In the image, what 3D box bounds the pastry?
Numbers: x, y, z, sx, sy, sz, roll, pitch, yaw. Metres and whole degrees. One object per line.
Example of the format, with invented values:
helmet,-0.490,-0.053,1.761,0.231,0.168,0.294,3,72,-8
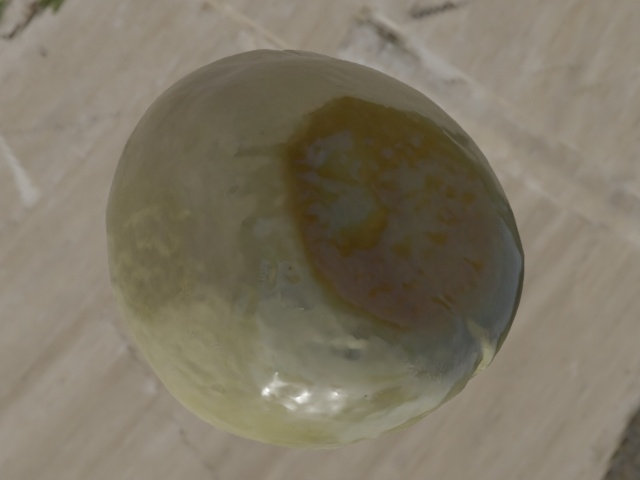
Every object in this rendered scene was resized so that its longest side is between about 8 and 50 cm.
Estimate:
pastry,0.000,0.000,0.607,0.156,0.156,0.092,-32,180,-44
